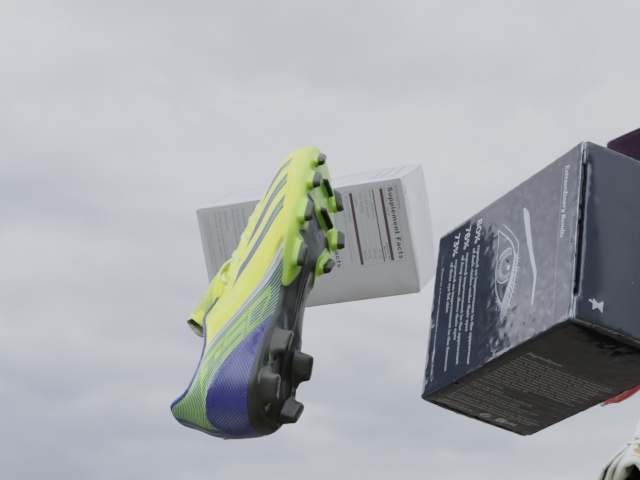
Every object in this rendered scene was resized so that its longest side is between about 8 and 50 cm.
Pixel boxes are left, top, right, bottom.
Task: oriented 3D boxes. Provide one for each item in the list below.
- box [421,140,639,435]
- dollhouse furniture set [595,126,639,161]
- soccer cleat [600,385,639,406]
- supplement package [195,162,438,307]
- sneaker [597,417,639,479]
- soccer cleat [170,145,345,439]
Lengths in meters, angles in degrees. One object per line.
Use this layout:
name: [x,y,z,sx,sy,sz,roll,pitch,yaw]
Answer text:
box: [0.180,0.042,1.303,0.108,0.153,0.207,21,-29,-22]
dollhouse furniture set: [0.279,-0.042,1.639,0.091,0.114,0.081,-24,7,-9]
soccer cleat: [0.303,0.062,1.641,0.083,0.248,0.095,44,-56,-14]
supplement package: [0.000,0.000,1.952,0.244,0.134,0.139,-8,8,16]
sneaker: [0.418,0.238,2.037,0.108,0.292,0.169,20,8,21]
soccer cleat: [-0.056,0.036,1.440,0.121,0.289,0.093,-3,-36,24]
